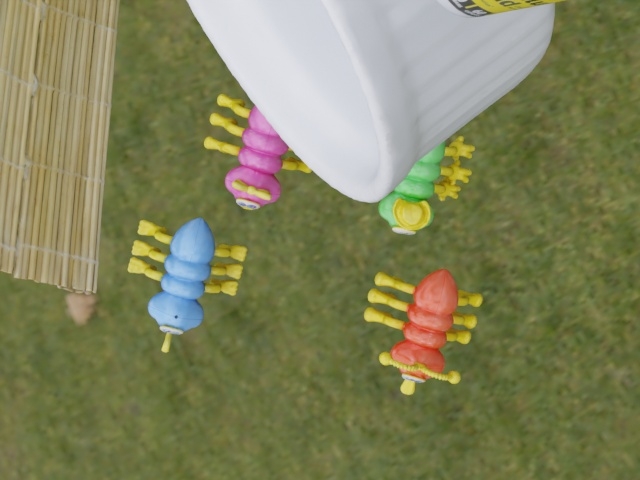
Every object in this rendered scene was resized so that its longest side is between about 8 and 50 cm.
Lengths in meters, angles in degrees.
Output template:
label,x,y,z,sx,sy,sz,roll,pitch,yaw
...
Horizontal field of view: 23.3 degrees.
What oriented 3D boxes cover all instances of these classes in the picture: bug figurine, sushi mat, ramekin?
label,x,y,z,sx,sy,sz,roll,pitch,yaw
bug figurine,0.000,0.000,1.175,0.072,0.279,0.216,-113,34,-80
sushi mat,-0.219,-0.120,1.160,0.019,0.151,0.317,-18,61,40
ramekin,0.010,-0.172,0.885,0.277,0.135,0.277,54,169,16

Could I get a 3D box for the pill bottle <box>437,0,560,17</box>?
label,x,y,z,sx,sy,sz,roll,pitch,yaw
pill bottle,0.104,-0.138,0.682,0.116,0.065,0.065,-5,103,44
